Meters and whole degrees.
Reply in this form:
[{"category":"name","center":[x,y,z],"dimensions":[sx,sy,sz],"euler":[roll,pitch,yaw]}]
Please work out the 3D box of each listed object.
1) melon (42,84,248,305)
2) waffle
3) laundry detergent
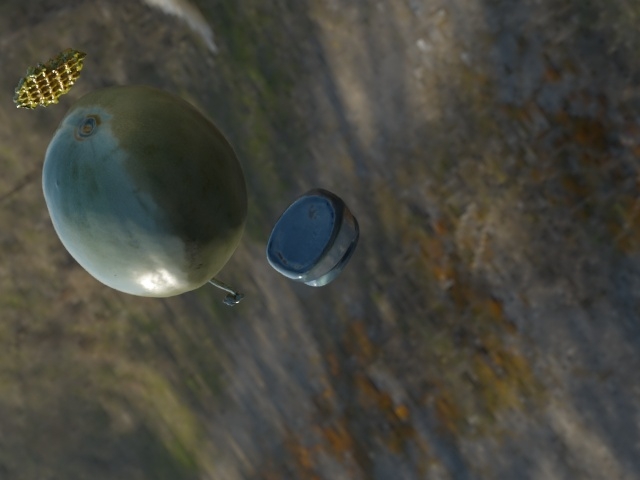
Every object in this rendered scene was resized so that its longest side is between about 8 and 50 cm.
[{"category":"melon","center":[-0.224,-0.064,1.995],"dimensions":[0.272,0.272,0.308],"euler":[47,151,28]},{"category":"waffle","center":[-0.288,-0.169,1.635],"dimensions":[0.016,0.085,0.078],"euler":[47,134,20]},{"category":"laundry detergent","center":[-0.001,-0.001,1.589],"dimensions":[0.061,0.096,0.206],"euler":[27,-179,9]}]
